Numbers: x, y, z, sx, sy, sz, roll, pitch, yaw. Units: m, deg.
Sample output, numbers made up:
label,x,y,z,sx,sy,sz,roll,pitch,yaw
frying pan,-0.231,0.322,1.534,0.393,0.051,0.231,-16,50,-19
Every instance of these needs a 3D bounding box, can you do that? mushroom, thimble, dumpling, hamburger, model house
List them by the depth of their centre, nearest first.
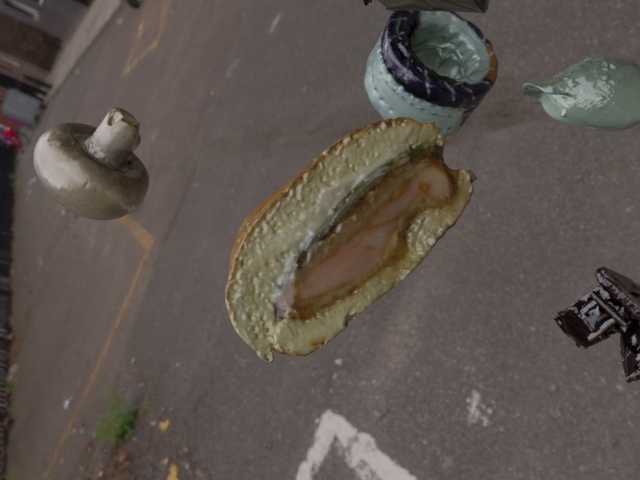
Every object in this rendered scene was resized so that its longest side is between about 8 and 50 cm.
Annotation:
label,x,y,z,sx,sy,sz,roll,pitch,yaw
hamburger,0.000,0.002,0.854,0.330,0.162,0.209,-45,10,-24
dumpling,0.400,-0.220,1.078,0.153,0.219,0.108,-98,21,-61
mushroom,-0.379,-0.142,1.286,0.204,0.204,0.204,-45,33,41
model house,0.526,0.160,1.314,0.203,0.141,0.164,45,117,15
thimble,0.192,-0.312,1.348,0.150,0.237,0.237,126,154,-53

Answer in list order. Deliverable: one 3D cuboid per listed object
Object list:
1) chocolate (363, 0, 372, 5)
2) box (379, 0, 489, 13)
label,x,y,z,sx,sy,sz,roll,pitch,yaw
chocolate,0.071,-0.488,1.245,0.086,0.182,0.028,-44,47,-10
box,0.143,-0.420,0.921,0.155,0.149,0.231,14,91,31
